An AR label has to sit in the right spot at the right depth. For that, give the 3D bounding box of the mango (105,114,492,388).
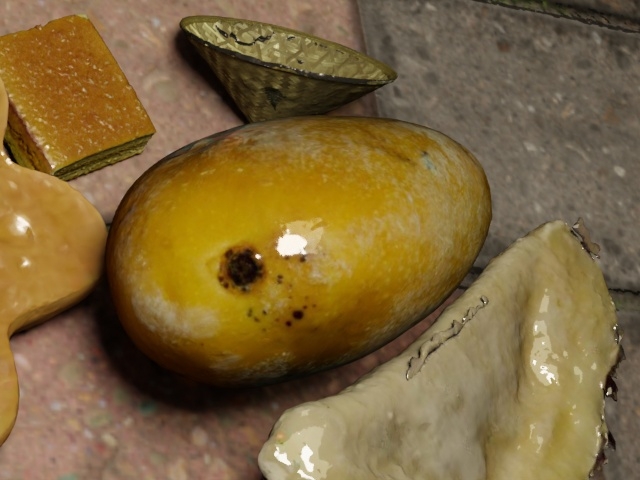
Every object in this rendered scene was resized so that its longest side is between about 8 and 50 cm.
[{"bbox_3d":[0.000,0.000,1.116,0.316,0.193,0.146,-13,92,-60],"label":"mango"}]

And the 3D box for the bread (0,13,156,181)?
[{"bbox_3d":[-0.158,-0.085,1.167,0.090,0.035,0.094,-23,76,-40],"label":"bread"}]

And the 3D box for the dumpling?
[{"bbox_3d":[0.088,0.117,1.167,0.332,0.086,0.166,-31,96,-42],"label":"dumpling"}]

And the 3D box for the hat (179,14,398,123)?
[{"bbox_3d":[-0.027,-0.094,1.246,0.146,0.067,0.146,13,15,-4],"label":"hat"}]

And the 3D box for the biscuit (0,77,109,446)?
[{"bbox_3d":[-0.280,0.021,1.008,0.275,0.052,0.355,51,52,2],"label":"biscuit"}]
